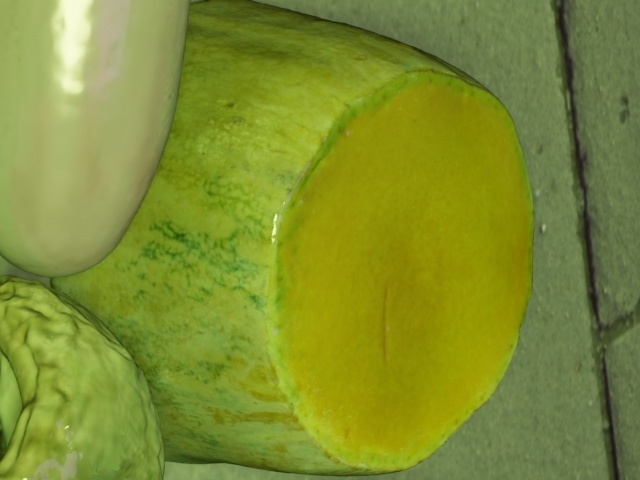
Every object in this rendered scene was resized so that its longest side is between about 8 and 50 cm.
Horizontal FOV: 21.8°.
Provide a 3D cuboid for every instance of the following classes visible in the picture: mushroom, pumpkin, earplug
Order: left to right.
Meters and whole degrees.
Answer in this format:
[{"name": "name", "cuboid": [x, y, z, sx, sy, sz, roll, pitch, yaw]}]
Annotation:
[{"name": "mushroom", "cuboid": [-0.177, 0.166, 0.951, 0.267, 0.164, 0.189, -58, 132, -27]}, {"name": "earplug", "cuboid": [-0.147, -0.126, 0.963, 0.172, 0.172, 0.301, -3, 103, -49]}, {"name": "pumpkin", "cuboid": [0.000, 0.000, 1.116, 0.332, 0.199, 0.332, -5, 97, -47]}]
